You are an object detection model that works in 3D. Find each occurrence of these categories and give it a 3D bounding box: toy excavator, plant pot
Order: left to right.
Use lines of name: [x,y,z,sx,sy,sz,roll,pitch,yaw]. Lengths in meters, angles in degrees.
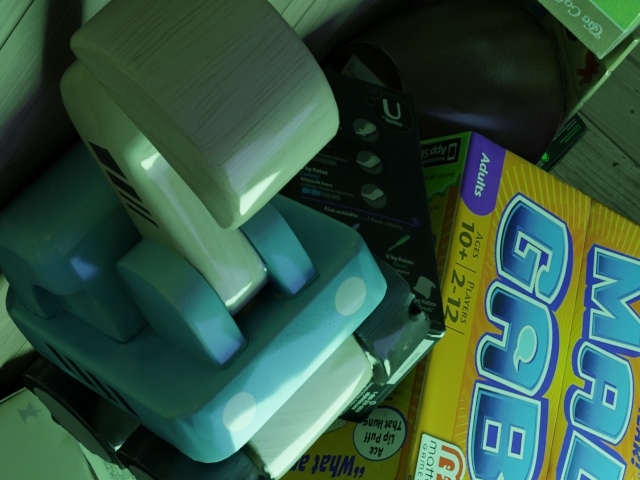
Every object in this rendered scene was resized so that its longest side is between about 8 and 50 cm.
toy excavator: [-0.098,-0.007,1.059,0.222,0.445,0.433,-46,-141,-17]
plant pot: [0.104,-0.154,1.732,0.230,0.215,0.215,-8,145,-53]

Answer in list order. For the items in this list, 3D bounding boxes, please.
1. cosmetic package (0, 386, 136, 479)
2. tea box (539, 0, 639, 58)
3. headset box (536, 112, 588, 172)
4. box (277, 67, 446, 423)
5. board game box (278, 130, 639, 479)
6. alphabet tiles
cosmetic package: [-0.248,0.210,1.684,0.129,0.153,0.296,-29,177,11]
tea box: [0.314,-0.381,1.398,0.329,0.220,0.323,-41,172,-43]
headset box: [0.193,-0.096,2.344,0.246,0.131,0.283,-42,-173,-36]
box: [0.000,0.000,1.477,0.165,0.143,0.270,-50,-145,45]
board game box: [0.117,0.138,1.717,0.356,0.356,0.356,-8,-116,48]
alphabet tiles: [0.254,-0.267,1.806,0.011,0.285,0.342,3,150,-23]
